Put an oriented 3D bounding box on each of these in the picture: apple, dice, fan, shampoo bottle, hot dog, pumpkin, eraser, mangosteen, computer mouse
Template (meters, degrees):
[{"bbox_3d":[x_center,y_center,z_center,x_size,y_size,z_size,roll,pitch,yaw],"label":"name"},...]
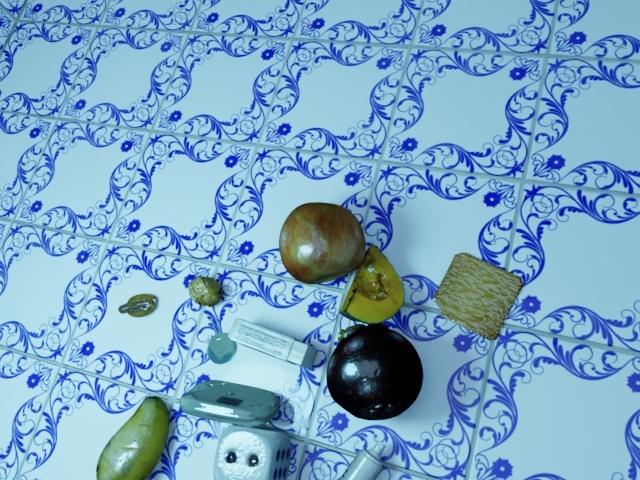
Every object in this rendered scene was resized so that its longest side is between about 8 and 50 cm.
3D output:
[{"bbox_3d":[0.000,0.000,1.904,0.302,0.301,0.301,-5,70,14],"label":"apple"},{"bbox_3d":[-0.206,0.675,1.776,0.192,0.193,0.194,4,71,18],"label":"dice"},{"bbox_3d":[-0.358,0.351,2.036,0.113,0.005,0.175,-27,67,5],"label":"fan"},{"bbox_3d":[0.098,0.733,1.725,0.092,0.092,0.303,34,82,23],"label":"shampoo bottle"},{"bbox_3d":[-0.675,0.239,2.136,0.141,0.060,0.089,-7,65,17],"label":"hot dog"},{"bbox_3d":[0.175,0.179,1.885,0.169,0.148,0.312,25,53,-1],"label":"pumpkin"},{"bbox_3d":[-0.157,0.342,1.919,0.279,0.124,0.081,16,76,20],"label":"eraser"},{"bbox_3d":[0.169,0.385,1.739,0.297,0.296,0.313,7,35,18],"label":"mangosteen"},{"bbox_3d":[-0.294,0.532,1.864,0.331,0.197,0.094,6,106,20],"label":"computer mouse"}]

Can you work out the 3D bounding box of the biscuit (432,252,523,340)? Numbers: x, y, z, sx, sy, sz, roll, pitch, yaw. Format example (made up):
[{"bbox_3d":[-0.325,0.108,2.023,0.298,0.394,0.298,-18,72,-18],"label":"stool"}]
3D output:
[{"bbox_3d":[0.499,0.174,1.859,0.237,0.013,0.232,25,79,23],"label":"biscuit"}]

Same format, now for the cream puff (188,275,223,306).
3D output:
[{"bbox_3d":[-0.413,0.180,2.059,0.133,0.119,0.104,38,103,50],"label":"cream puff"}]

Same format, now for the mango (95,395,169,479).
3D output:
[{"bbox_3d":[-0.605,0.684,1.909,0.177,0.175,0.329,37,64,2],"label":"mango"}]
